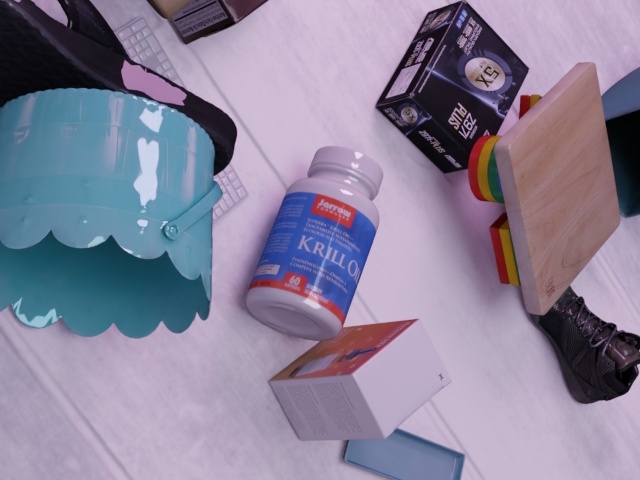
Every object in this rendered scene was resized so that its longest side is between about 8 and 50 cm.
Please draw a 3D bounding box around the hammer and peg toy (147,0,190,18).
[{"bbox_3d":[-0.299,-0.371,1.582,0.127,0.266,0.361,-44,111,-10],"label":"hammer and peg toy"}]

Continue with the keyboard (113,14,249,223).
[{"bbox_3d":[-0.171,-0.144,1.776,0.072,0.014,0.256,-39,106,-34],"label":"keyboard"}]

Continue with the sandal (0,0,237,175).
[{"bbox_3d":[-0.283,-0.202,1.626,0.446,0.168,0.107,31,51,-36],"label":"sandal"}]

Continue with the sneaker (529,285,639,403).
[{"bbox_3d":[0.374,0.121,2.067,0.087,0.130,0.227,-33,100,-37],"label":"sneaker"}]

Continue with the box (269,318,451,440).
[{"bbox_3d":[0.047,0.169,1.791,0.130,0.170,0.091,-36,104,-35],"label":"box"}]

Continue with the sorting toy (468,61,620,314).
[{"bbox_3d":[0.298,-0.075,2.009,0.257,0.089,0.255,-42,127,-42],"label":"sorting toy"}]

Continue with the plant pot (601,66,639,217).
[{"bbox_3d":[0.518,-0.181,2.206,0.165,0.166,0.234,54,49,-17],"label":"plant pot"}]

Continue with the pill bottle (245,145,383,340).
[{"bbox_3d":[0.000,0.000,1.812,0.124,0.124,0.221,32,65,-29],"label":"pill bottle"}]

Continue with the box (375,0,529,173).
[{"bbox_3d":[0.180,-0.207,2.005,0.147,0.077,0.180,43,61,-25],"label":"box"}]

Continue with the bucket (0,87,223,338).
[{"bbox_3d":[-0.236,-0.024,1.555,0.281,0.281,0.183,21,63,-32],"label":"bucket"}]

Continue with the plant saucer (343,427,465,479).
[{"bbox_3d":[0.107,0.281,1.915,0.192,0.018,0.067,25,69,-32],"label":"plant saucer"}]

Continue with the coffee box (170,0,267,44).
[{"bbox_3d":[-0.155,-0.407,1.761,0.168,0.119,0.297,-43,108,-33],"label":"coffee box"}]
